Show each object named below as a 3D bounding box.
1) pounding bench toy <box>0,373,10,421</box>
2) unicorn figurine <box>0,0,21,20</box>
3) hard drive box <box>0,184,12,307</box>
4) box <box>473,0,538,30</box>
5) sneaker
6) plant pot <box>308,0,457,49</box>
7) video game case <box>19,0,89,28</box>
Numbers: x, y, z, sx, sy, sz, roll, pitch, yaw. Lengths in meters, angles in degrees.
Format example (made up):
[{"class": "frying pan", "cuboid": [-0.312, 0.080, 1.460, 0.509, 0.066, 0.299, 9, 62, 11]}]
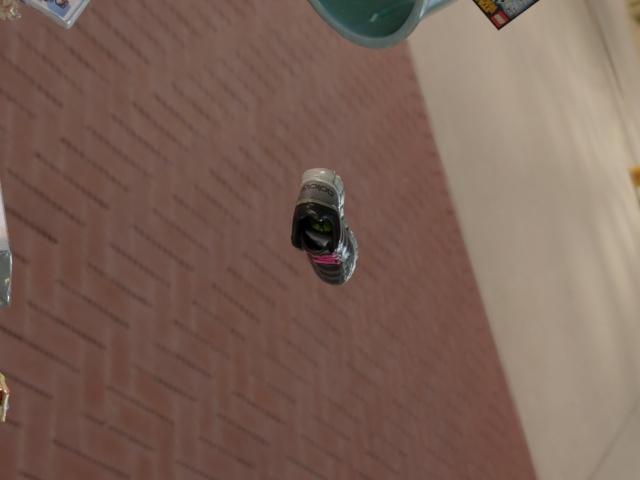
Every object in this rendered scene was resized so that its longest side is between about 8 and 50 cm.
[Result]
[{"class": "pounding bench toy", "cuboid": [-0.421, 0.180, 1.551, 0.065, 0.052, 0.083, -7, 41, -31]}, {"class": "unicorn figurine", "cuboid": [-0.340, -0.251, 1.130, 0.111, 0.162, 0.060, -179, -76, -75]}, {"class": "hard drive box", "cuboid": [-0.477, -0.017, 1.540, 0.232, 0.181, 0.089, -114, -152, -50]}, {"class": "box", "cuboid": [0.233, -0.360, 1.694, 0.137, 0.094, 0.027, 45, 29, -18]}, {"class": "sneaker", "cuboid": [0.000, 0.000, 1.449, 0.170, 0.063, 0.075, 81, 24, -44]}, {"class": "plant pot", "cuboid": [0.147, -0.411, 1.307, 0.341, 0.334, 0.341, 49, -27, 37]}, {"class": "video game case", "cuboid": [-0.460, -0.559, 2.137, 0.329, 0.300, 0.036, -58, 176, -16]}]
